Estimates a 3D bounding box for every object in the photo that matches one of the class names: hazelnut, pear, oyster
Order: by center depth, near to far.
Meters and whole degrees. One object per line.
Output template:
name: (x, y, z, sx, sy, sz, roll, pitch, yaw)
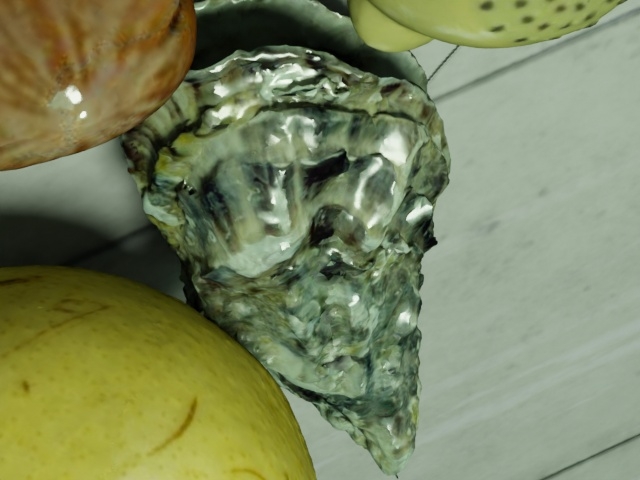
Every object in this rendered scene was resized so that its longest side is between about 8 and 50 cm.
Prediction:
hazelnut: (-0.130, -0.095, 0.874, 0.150, 0.150, 0.150, -17, 142, -14)
pear: (-0.165, 0.179, 1.028, 0.348, 0.348, 0.348, -17, 142, -14)
oyster: (-0.002, 0.003, 1.084, 0.162, 0.158, 0.351, 0, 134, 21)

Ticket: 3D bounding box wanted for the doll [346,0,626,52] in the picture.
doll: (0.082, -0.204, 0.861, 0.177, 0.161, 0.260, -22, 141, -10)
